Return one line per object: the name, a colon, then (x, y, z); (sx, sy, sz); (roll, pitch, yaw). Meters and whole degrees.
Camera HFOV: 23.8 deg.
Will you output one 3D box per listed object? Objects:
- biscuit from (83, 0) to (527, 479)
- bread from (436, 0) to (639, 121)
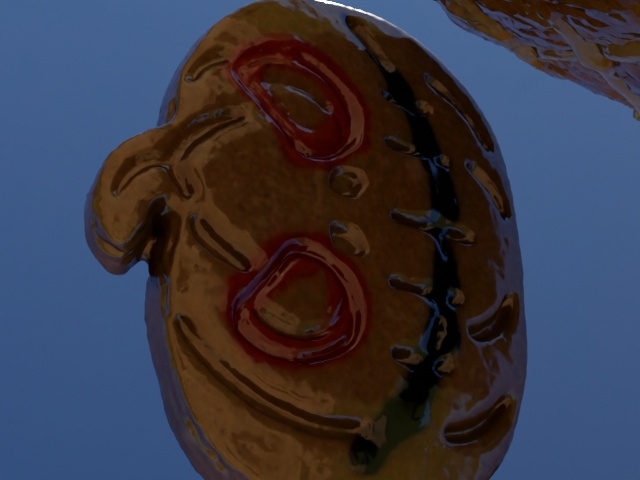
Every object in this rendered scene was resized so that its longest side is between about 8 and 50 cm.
biscuit: (0.001, -0.001, 0.973); (0.314, 0.063, 0.367); (16, -120, -29)
bread: (0.268, -0.197, 0.906); (0.371, 0.390, 0.279); (26, -86, 10)
